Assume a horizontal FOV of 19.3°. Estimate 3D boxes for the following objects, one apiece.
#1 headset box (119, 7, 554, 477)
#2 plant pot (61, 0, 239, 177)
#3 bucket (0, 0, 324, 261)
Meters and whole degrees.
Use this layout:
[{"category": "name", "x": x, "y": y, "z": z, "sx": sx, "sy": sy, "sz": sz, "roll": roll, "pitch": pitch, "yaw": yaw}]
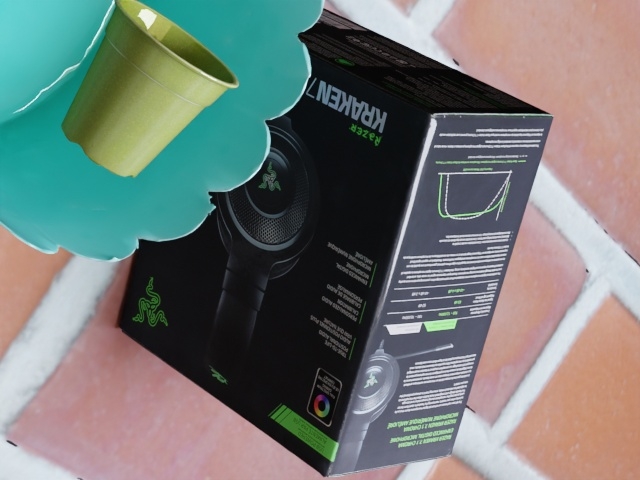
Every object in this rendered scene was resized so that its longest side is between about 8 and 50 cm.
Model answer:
[{"category": "headset box", "x": 0.000, "y": 0.000, "z": 1.334, "sx": 0.131, "sy": 0.246, "sz": 0.283, "roll": -3, "pitch": 116, "yaw": -44}, {"category": "plant pot", "x": -0.101, "y": -0.080, "z": 1.042, "sx": 0.083, "sy": 0.083, "sz": 0.079, "roll": 22, "pitch": 110, "yaw": -49}, {"category": "bucket", "x": -0.159, "y": -0.141, "z": 1.140, "sx": 0.281, "sy": 0.183, "sz": 0.281, "roll": -23, "pitch": 127, "yaw": -34}]
